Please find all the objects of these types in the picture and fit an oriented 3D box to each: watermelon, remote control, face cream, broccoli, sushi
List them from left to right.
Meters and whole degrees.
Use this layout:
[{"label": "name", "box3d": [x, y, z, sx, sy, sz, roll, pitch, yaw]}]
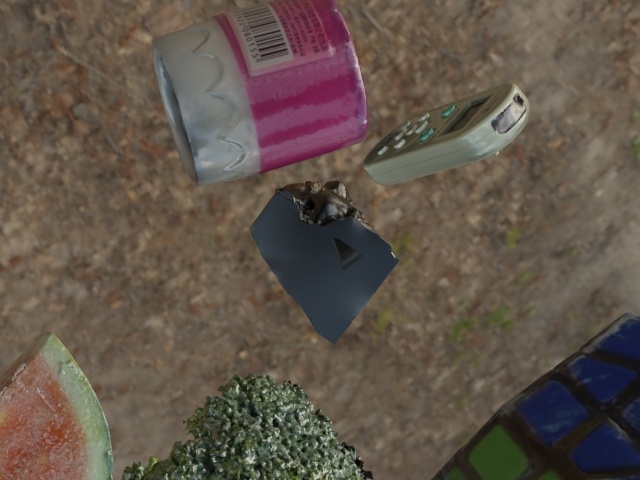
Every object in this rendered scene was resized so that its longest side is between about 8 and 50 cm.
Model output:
[{"label": "watermelon", "box3d": [-0.394, 0.287, 1.737, 0.232, 0.193, 0.310, -10, 108, 1]}, {"label": "broccoli", "box3d": [-0.113, 0.258, 1.169, 0.221, 0.361, 0.252, -36, 112, -37]}, {"label": "face cream", "box3d": [-0.066, -0.162, 1.376, 0.195, 0.175, 0.175, -16, 143, -9]}, {"label": "sushi", "box3d": [0.000, 0.000, 1.650, 0.153, 0.172, 0.150, -53, -174, 21]}, {"label": "remote control", "box3d": [0.111, -0.091, 1.157, 0.078, 0.042, 0.221, -46, -164, -24]}]

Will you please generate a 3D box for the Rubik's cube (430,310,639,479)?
[{"label": "Rubik's cube", "box3d": [0.209, 0.204, 0.787, 0.319, 0.319, 0.264, -20, 129, -22]}]
